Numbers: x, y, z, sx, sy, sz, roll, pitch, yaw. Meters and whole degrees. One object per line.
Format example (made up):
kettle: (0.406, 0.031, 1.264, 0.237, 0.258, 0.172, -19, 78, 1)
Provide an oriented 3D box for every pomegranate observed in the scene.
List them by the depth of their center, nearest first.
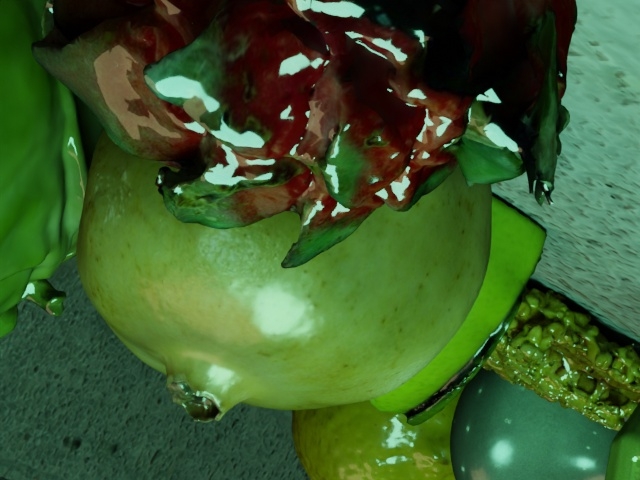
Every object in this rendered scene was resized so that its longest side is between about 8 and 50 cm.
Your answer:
pomegranate: (-0.021, -0.015, 0.880, 0.233, 0.233, 0.233, 31, 173, 4)

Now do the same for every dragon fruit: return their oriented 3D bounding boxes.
dragon fruit: (-0.010, -0.083, 0.560, 0.189, 0.182, 0.182, -13, 159, 13)

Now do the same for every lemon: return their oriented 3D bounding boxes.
lemon: (0.090, 0.190, 1.801, 0.253, 0.253, 0.310, 34, 176, -21)

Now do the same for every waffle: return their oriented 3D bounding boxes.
waffle: (0.189, 0.090, 1.363, 0.193, 0.070, 0.197, 33, 174, -8)

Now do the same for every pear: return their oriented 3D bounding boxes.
pear: (0.000, 0.000, 1.184, 0.292, 0.159, 0.292, 33, 173, 5)

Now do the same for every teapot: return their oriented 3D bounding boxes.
teapot: (0.254, 0.201, 1.529, 0.251, 0.183, 0.183, 14, 164, 34)

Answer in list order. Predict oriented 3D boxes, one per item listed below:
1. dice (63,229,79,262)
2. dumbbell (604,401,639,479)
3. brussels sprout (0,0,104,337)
dice: (-0.339, -0.075, 1.445, 0.227, 0.238, 0.233, 11, 121, 67)
dumbbell: (0.328, 0.176, 0.992, 0.302, 0.121, 0.108, 15, -169, 29)
brussels sprout: (-0.320, -0.137, 0.907, 0.425, 0.342, 0.361, 24, 144, 24)
